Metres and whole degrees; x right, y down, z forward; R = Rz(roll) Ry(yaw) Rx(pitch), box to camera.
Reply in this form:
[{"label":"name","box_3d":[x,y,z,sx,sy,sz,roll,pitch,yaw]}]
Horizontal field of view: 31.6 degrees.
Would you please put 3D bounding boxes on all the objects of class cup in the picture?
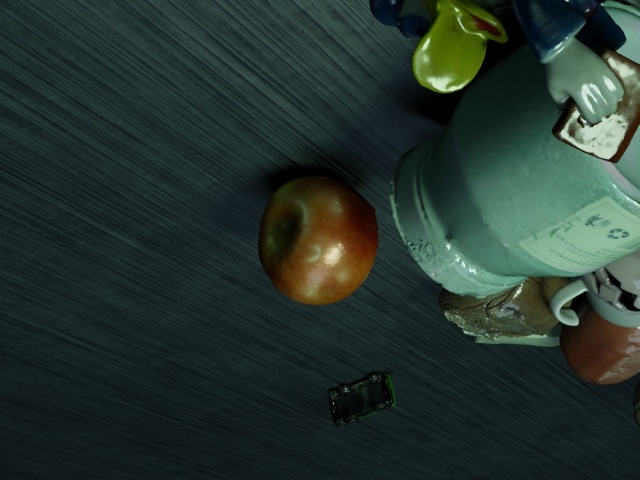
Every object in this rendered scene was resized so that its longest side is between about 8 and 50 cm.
[{"label":"cup","box_3d":[0.424,0.070,1.585,0.134,0.173,0.142,34,170,27]}]

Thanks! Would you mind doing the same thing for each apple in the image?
[{"label":"apple","box_3d":[0.000,0.000,1.415,0.139,0.163,0.163,17,149,-42]}]

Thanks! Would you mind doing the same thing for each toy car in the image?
[{"label":"toy car","box_3d":[0.084,0.303,2.148,0.062,0.071,0.165,2,158,-43]}]

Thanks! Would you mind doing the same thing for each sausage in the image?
[{"label":"sausage","box_3d":[0.462,0.139,1.764,0.148,0.148,0.254,3,156,-9]}]

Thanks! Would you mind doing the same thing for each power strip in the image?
[{"label":"power strip","box_3d":[0.328,0.156,1.901,0.191,0.030,0.047,4,155,-12]}]

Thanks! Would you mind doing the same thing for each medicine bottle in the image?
[{"label":"medicine bottle","box_3d":[0.235,-0.077,1.189,0.245,0.245,0.290,16,151,-31]}]

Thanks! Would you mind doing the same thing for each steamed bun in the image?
[{"label":"steamed bun","box_3d":[0.272,0.089,1.677,0.145,0.106,0.175,20,149,-37]}]

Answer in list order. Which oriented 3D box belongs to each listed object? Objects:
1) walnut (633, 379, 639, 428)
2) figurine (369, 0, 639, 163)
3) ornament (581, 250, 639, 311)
[{"label":"walnut","box_3d":[0.661,0.280,1.998,0.224,0.224,0.224,-1,154,-1]},{"label":"figurine","box_3d":[0.198,-0.207,0.963,0.338,0.283,0.204,-2,-166,36]},{"label":"ornament","box_3d":[0.408,0.003,1.441,0.178,0.177,0.177,-1,154,-1]}]
